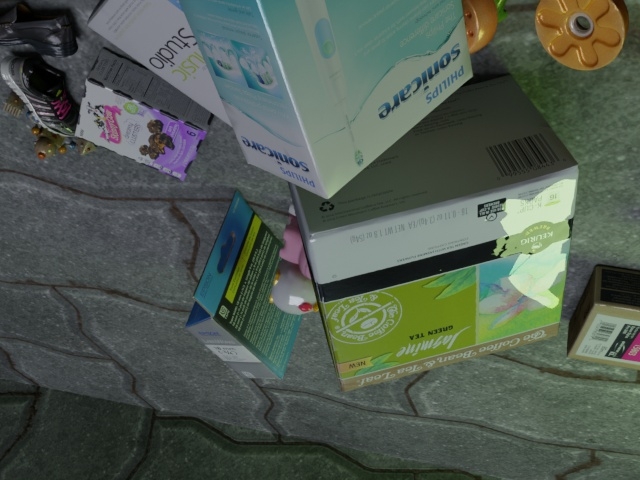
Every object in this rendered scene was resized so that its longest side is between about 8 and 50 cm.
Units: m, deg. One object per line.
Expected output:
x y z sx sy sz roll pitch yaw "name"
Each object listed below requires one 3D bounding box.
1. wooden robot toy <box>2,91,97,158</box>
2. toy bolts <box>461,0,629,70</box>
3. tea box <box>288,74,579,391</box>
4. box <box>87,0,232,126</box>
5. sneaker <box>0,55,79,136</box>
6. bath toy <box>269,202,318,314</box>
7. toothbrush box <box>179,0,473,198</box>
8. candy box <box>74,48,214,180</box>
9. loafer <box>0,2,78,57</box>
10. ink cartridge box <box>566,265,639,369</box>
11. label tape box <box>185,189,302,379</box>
-0.480 -0.184 1.279 0.076 0.079 0.173 -15 139 40 "wooden robot toy"
0.200 -0.254 0.726 0.218 0.158 0.228 38 151 17 "toy bolts"
0.142 -0.003 0.997 0.329 0.220 0.323 -15 135 -2 "tea box"
-0.127 -0.270 1.002 0.322 0.058 0.232 32 145 -28 "box"
-0.442 -0.235 1.192 0.075 0.063 0.170 0 142 35 "sneaker"
0.000 0.000 1.212 0.129 0.151 0.348 14 131 -2 "bath toy"
0.002 -0.221 0.628 0.126 0.216 0.295 27 150 42 "toothbrush box"
-0.285 -0.197 1.177 0.196 0.070 0.165 23 149 -13 "candy box"
-0.441 -0.321 1.071 0.170 0.062 0.061 11 127 1 "loafer"
0.579 0.153 1.348 0.193 0.088 0.234 10 148 12 "ink cartridge box"
-0.158 0.095 1.435 0.106 0.240 0.333 -2 144 30 "label tape box"
